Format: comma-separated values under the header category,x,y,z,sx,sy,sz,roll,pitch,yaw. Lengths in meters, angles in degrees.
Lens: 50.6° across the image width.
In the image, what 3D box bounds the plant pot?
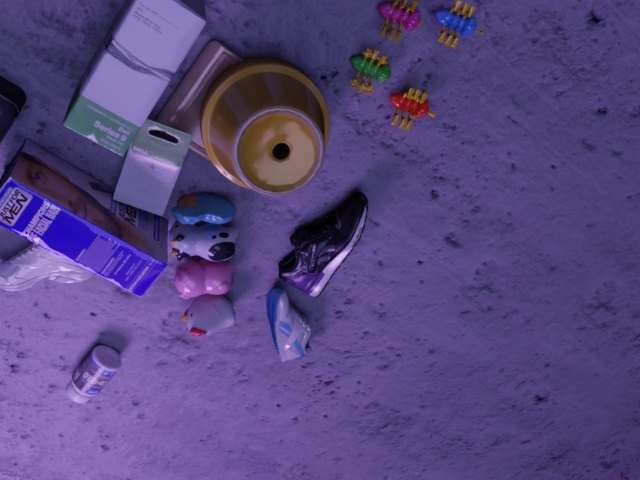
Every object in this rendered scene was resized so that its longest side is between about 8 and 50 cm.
category,x,y,z,sx,sy,sz,roll,pitch,yaw
plant pot,-0.093,-0.196,1.265,0.254,0.239,0.254,-5,115,-11

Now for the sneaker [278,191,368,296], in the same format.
category,x,y,z,sx,sy,sz,roll,pitch,yaw
sneaker,0.000,0.000,1.547,0.124,0.107,0.283,24,113,-18

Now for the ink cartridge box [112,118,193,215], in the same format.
category,x,y,z,sx,sy,sz,roll,pitch,yaw
ink cartridge box,-0.337,-0.159,1.372,0.109,0.062,0.209,20,124,-14

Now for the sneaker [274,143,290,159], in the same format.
category,x,y,z,sx,sy,sz,roll,pitch,yaw
sneaker,-0.069,-0.169,1.452,0.076,0.065,0.166,30,113,-31

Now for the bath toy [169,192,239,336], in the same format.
category,x,y,z,sx,sy,sz,roll,pitch,yaw
bath toy,-0.268,0.073,1.516,0.151,0.129,0.348,14,122,19

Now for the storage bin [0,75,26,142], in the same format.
category,x,y,z,sx,sy,sz,roll,pitch,yaw
storage bin,-0.655,-0.228,1.274,0.122,0.084,0.180,33,108,-27

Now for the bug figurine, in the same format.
category,x,y,z,sx,sy,sz,roll,pitch,yaw
bug figurine,0.186,-0.377,1.374,0.216,0.072,0.279,21,119,-16

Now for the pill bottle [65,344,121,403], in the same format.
category,x,y,z,sx,sy,sz,roll,pitch,yaw
pill bottle,-0.550,0.325,1.636,0.078,0.078,0.137,33,109,-27

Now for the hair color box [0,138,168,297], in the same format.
category,x,y,z,sx,sy,sz,roll,pitch,yaw
hair color box,-0.475,-0.043,1.365,0.338,0.185,0.110,31,110,-27

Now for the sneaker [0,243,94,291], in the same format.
category,x,y,z,sx,sy,sz,roll,pitch,yaw
sneaker,-0.609,0.036,1.452,0.232,0.090,0.115,-9,116,-17

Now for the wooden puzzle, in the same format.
category,x,y,z,sx,sy,sz,roll,pitch,yaw
wooden puzzle,-0.183,-0.257,1.388,0.238,0.044,0.221,33,110,-22

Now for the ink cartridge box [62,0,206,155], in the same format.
category,x,y,z,sx,sy,sz,roll,pitch,yaw
ink cartridge box,-0.328,-0.328,1.208,0.121,0.211,0.289,29,111,-25

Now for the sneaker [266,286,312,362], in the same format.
category,x,y,z,sx,sy,sz,roll,pitch,yaw
sneaker,-0.077,0.199,1.665,0.092,0.087,0.229,-16,130,-11
